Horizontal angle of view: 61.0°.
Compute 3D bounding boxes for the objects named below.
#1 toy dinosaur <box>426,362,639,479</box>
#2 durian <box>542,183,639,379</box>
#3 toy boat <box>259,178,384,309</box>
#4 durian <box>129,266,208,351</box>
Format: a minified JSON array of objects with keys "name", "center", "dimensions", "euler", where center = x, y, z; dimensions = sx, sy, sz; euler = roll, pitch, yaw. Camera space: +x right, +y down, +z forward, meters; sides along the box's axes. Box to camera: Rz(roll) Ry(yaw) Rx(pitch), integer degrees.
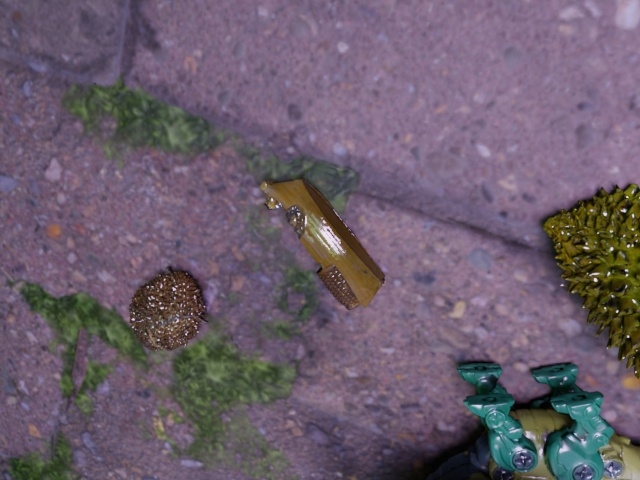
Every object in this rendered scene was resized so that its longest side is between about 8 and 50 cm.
[{"name":"toy dinosaur","center":[0.217,0.181,0.477],"dimensions":[0.259,0.094,0.153],"euler":[-12,104,9]},{"name":"durian","center":[0.280,0.053,0.412],"dimensions":[0.137,0.095,0.221],"euler":[-33,91,16]},{"name":"toy boat","center":[0.000,0.000,0.501],"dimensions":[0.049,0.047,0.149],"euler":[-38,94,20]},{"name":"durian","center":[-0.154,0.069,0.551],"dimensions":[0.080,0.080,0.091],"euler":[-25,57,19]}]
